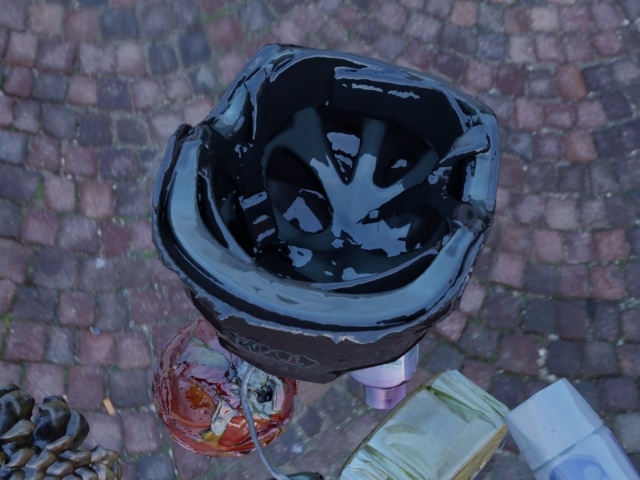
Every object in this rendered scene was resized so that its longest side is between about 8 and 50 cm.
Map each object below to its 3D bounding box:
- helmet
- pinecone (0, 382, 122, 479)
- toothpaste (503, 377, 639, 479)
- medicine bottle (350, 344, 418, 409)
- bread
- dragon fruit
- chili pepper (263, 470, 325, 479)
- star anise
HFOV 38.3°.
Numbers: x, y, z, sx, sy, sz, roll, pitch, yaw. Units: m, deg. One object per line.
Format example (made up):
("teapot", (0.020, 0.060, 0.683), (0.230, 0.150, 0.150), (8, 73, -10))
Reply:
("helmet", (0.000, 0.000, 0.682), (0.225, 0.177, 0.305), (23, 50, 10))
("pinecone", (-0.516, 0.379, 1.396), (0.385, 0.384, 0.384), (2, 73, -8))
("toothpaste", (0.293, 0.290, 0.788), (0.080, 0.125, 0.371), (-31, 72, -11))
("medicine bottle", (0.113, 0.203, 1.655), (0.119, 0.188, 0.094), (5, 26, 20))
("bread", (0.110, 0.256, 1.064), (0.210, 0.192, 0.110), (-38, 64, -24))
("dragon fruit", (-0.179, 0.269, 1.718), (0.278, 0.342, 0.277), (11, 61, -21))
("chili pepper", (-0.074, 0.598, 1.838), (0.257, 0.233, 0.248), (-13, 77, -8))
("star anise", (-0.090, 0.238, 1.471), (0.218, 0.227, 0.148), (29, 23, 35))
